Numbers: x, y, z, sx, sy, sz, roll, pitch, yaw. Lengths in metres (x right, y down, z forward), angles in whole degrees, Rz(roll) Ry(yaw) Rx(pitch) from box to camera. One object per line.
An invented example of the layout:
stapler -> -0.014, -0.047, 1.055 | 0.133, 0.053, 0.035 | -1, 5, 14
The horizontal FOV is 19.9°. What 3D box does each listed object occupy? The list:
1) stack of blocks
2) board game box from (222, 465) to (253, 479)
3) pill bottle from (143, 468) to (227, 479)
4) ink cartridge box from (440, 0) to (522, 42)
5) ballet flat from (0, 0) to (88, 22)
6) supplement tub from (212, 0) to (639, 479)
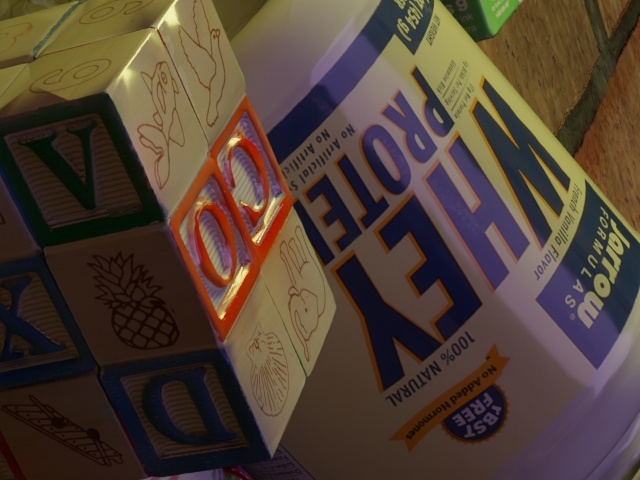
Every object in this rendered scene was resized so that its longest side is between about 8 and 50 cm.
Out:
stack of blocks -> -0.165, 0.001, 0.598 | 0.087, 0.297, 0.171 | -65, 138, -54
board game box -> -0.054, 0.184, 1.104 | 0.133, 0.033, 0.169 | 4, 76, -66
pill bottle -> -0.135, 0.097, 0.797 | 0.283, 0.160, 0.160 | 65, 26, -26
ink cartridge box -> 0.071, -0.316, 1.532 | 0.211, 0.121, 0.289 | -52, 125, -62
ballet flat -> -0.093, -0.191, 1.083 | 0.409, 0.147, 0.147 | -25, 102, -61
supplement tub -> 0.029, 0.020, 0.934 | 0.325, 0.235, 0.235 | 47, 33, -18
